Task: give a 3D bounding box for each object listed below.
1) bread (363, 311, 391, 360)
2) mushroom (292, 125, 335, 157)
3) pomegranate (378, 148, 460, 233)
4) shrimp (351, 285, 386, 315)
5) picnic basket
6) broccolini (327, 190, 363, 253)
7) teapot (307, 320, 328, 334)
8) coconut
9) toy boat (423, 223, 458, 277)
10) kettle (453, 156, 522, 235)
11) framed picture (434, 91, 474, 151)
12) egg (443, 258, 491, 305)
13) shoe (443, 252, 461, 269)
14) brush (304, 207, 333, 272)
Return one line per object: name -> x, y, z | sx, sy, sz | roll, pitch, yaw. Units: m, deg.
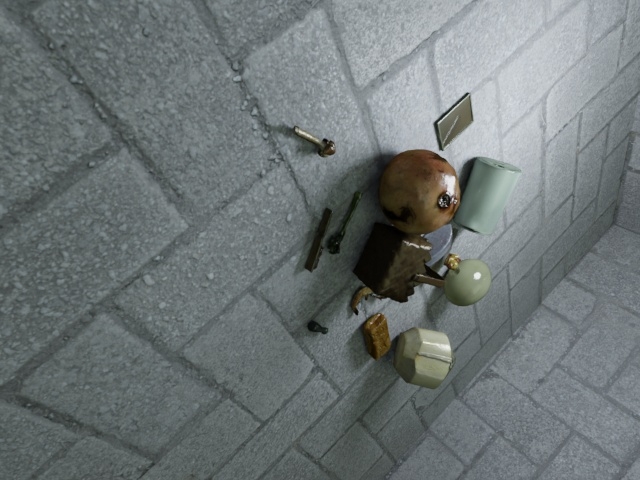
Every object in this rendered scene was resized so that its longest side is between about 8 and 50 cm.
bread -> 0.276, 0.458, 2.142 | 0.139, 0.077, 0.270 | -40, 138, -21
mushroom -> -0.025, -0.306, 1.380 | 0.187, 0.060, 0.061 | 17, 103, -43
pomegranate -> 0.363, -0.175, 1.654 | 0.322, 0.322, 0.322 | -23, 130, -30
shrimp -> 0.209, 0.274, 1.986 | 0.195, 0.035, 0.147 | 21, 99, -40
picnic basket -> 0.329, 0.098, 1.815 | 0.321, 0.254, 0.291 | 14, 107, -35
broccolini -> 0.086, -0.067, 1.665 | 0.058, 0.071, 0.254 | 20, 98, -4
teapot -> -0.007, 0.366, 1.854 | 0.042, 0.043, 0.111 | -55, 140, 1
coconut -> 0.536, 0.598, 2.283 | 0.323, 0.323, 0.322 | -23, 130, -30
toy boat -> 0.553, 0.049, 2.114 | 0.276, 0.111, 0.293 | -55, 151, 1
kettle -> 0.754, -0.215, 2.066 | 0.205, 0.265, 0.317 | 9, 114, -11
framed picture -> 0.546, -0.479, 1.808 | 0.203, 0.015, 0.150 | -44, 137, -12
egg -> 0.759, 0.216, 2.310 | 0.219, 0.219, 0.269 | 36, 85, -48
shoe -> 0.630, 0.097, 2.125 | 0.072, 0.069, 0.109 | -69, 167, 14
brush -> 0.000, 0.000, 1.617 | 0.036, 0.043, 0.247 | -3, 118, -49
